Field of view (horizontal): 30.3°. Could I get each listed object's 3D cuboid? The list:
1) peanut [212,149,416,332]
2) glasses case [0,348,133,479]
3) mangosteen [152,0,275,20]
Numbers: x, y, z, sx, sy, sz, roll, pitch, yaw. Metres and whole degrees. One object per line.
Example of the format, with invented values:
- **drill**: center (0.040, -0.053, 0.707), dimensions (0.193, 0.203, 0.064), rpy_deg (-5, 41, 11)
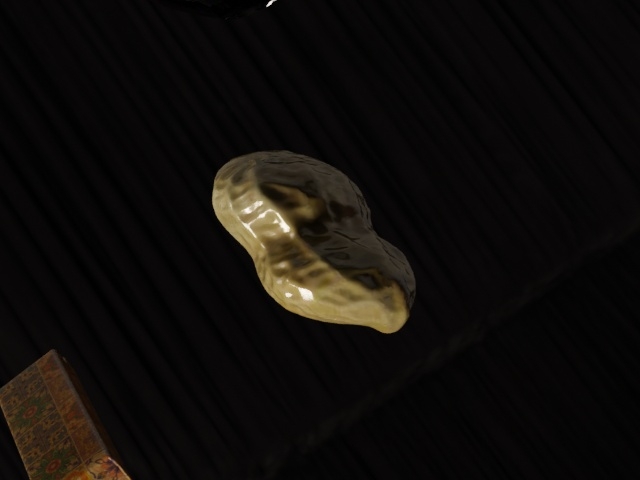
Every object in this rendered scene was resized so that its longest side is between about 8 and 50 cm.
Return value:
- **peanut**: center (0.000, 0.000, 1.172), dimensions (0.110, 0.233, 0.196), rpy_deg (-45, 153, 27)
- **glasses case**: center (-0.241, 0.184, 1.108), dimensions (0.075, 0.049, 0.218), rpy_deg (-38, -148, -7)
- **mangosteen**: center (-0.060, -0.298, 0.815), dimensions (0.287, 0.233, 0.287), rpy_deg (-34, -163, 12)
